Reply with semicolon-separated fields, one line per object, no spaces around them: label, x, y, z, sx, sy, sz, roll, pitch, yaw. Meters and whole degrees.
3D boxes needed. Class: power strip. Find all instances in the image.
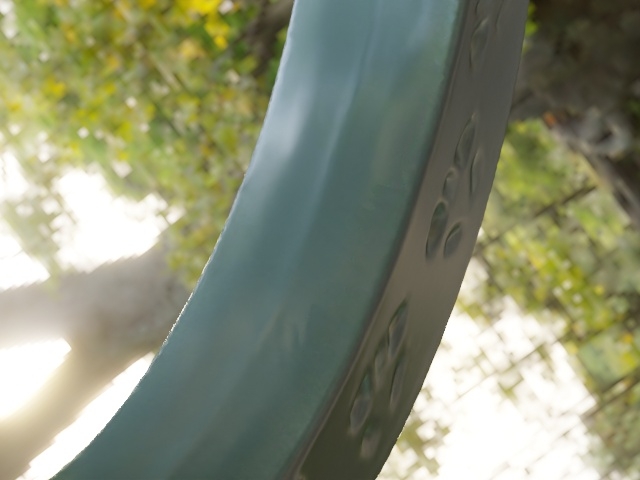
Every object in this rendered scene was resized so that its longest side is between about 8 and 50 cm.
power strip;0.000;0.000;0.411;0.044;0.216;0.137;16;173;17
